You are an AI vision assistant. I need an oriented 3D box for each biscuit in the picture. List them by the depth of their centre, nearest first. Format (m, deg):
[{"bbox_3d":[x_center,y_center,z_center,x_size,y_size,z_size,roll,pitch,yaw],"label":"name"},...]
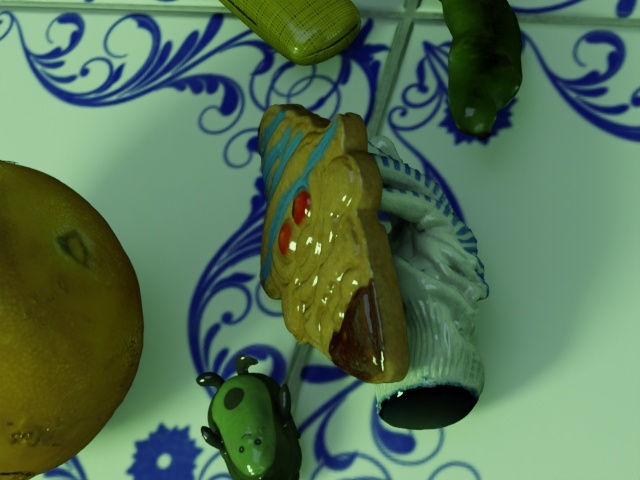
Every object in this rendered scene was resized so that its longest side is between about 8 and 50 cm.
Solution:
[{"bbox_3d":[0.000,0.000,1.094,0.043,0.183,0.280,1,42,-21],"label":"biscuit"}]

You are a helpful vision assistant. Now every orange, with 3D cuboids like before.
[{"bbox_3d":[-0.247,0.058,1.121,0.240,0.240,0.240,-10,58,17],"label":"orange"}]

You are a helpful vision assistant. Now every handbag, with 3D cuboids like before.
[{"bbox_3d":[-0.046,0.138,1.102,0.072,0.047,0.111,-28,52,6],"label":"handbag"}]

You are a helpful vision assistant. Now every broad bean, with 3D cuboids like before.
[{"bbox_3d":[0.080,-0.188,1.218,0.144,0.049,0.292,-27,56,-25],"label":"broad bean"}]

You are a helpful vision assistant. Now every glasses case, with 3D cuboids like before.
[{"bbox_3d":[-0.053,-0.227,1.308,0.079,0.064,0.234,-33,54,-17],"label":"glasses case"}]

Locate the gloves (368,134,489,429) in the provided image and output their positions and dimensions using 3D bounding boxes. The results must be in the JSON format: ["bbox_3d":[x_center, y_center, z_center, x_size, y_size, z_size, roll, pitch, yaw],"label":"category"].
[{"bbox_3d":[0.061,0.024,1.098,0.119,0.097,0.229,-32,61,38],"label":"gloves"}]
